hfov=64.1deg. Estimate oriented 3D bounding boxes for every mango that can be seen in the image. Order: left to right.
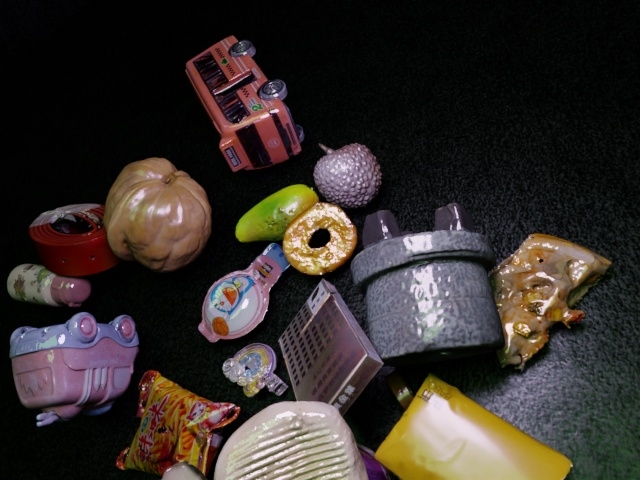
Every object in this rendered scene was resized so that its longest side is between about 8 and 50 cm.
[{"bbox_3d":[-0.108,-0.056,1.303,0.233,0.111,0.125,-29,48,4],"label":"mango"}]

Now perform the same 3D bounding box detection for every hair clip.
[{"bbox_3d":[-0.145,0.292,1.161,0.116,0.049,0.172,-43,44,-21],"label":"hair clip"}]

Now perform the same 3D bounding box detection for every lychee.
[{"bbox_3d":[0.062,-0.168,1.258,0.165,0.165,0.197,-29,88,6],"label":"lychee"}]

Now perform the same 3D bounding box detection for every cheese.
[{"bbox_3d":[-0.184,0.127,1.252,0.286,0.074,0.189,-47,56,-8],"label":"cheese"}]

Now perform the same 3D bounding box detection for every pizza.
[{"bbox_3d":[0.413,0.112,0.997,0.297,0.071,0.189,-48,55,-7],"label":"pizza"}]

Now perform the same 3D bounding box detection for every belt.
[{"bbox_3d":[-0.707,-0.009,1.484,0.324,0.115,0.227,13,36,31],"label":"belt"},{"bbox_3d":[0.161,0.297,1.009,0.036,0.059,0.083,-35,42,1],"label":"belt"}]

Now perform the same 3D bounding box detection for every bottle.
[{"bbox_3d":[-0.780,0.132,1.488,0.254,0.120,0.120,2,63,24],"label":"bottle"}]

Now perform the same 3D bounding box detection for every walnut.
[{"bbox_3d":[-0.431,-0.059,1.354,0.297,0.285,0.285,33,78,15],"label":"walnut"}]

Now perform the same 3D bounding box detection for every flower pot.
[{"bbox_3d":[0.212,0.087,0.992,0.300,0.299,0.282,-14,70,16],"label":"flower pot"}]

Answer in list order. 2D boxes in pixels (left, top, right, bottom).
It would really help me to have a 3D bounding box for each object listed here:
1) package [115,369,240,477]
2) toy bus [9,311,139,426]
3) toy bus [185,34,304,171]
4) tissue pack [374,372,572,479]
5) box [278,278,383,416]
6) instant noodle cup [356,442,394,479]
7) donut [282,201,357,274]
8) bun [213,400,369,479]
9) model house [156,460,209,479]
[{"bbox_3d":[-0.314,0.431,1.117,0.288,0.108,0.223,8,71,36],"label":"package"},{"bbox_3d":[-0.574,0.304,1.212,0.198,0.294,0.231,-14,75,15],"label":"toy bus"},{"bbox_3d":[-0.227,-0.396,1.480,0.233,0.203,0.426,-29,53,-4],"label":"toy bus"},{"bbox_3d":[0.254,0.380,0.871,0.271,0.134,0.192,28,75,33],"label":"tissue pack"},{"bbox_3d":[0.005,0.216,1.009,0.180,0.047,0.325,-55,22,8],"label":"box"},{"bbox_3d":[0.000,0.467,0.898,0.252,0.190,0.250,-11,58,18],"label":"instant noodle cup"},{"bbox_3d":[0.000,0.000,1.223,0.179,0.065,0.162,-31,81,5],"label":"donut"},{"bbox_3d":[-0.042,0.360,0.780,0.231,0.133,0.230,1,69,-3],"label":"bun"},{"bbox_3d":[-0.283,0.689,0.809,0.445,0.395,0.399,44,125,16],"label":"model house"}]
